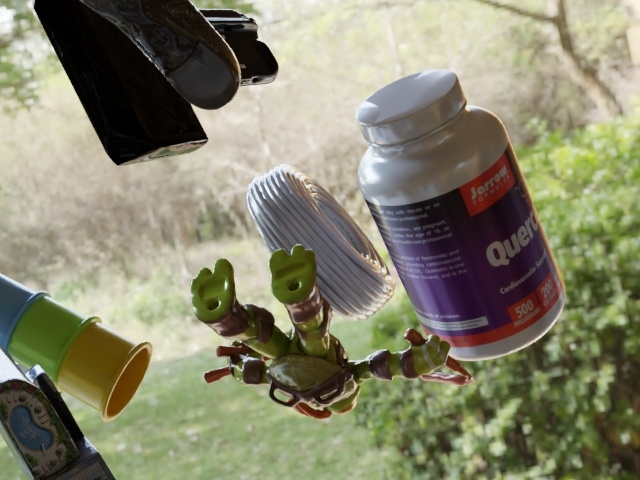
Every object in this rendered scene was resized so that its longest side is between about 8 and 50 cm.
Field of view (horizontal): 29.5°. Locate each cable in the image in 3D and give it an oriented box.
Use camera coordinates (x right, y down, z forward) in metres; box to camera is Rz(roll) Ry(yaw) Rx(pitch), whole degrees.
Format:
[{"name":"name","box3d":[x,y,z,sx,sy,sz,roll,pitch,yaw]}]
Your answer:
[{"name":"cable","box3d":[0.000,0.000,1.710,0.089,0.257,0.257,-41,-26,11]}]

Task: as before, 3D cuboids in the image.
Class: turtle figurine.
[{"name":"turtle figurine","box3d":[-0.024,0.096,1.026,0.269,0.087,0.217,-1,-33,29]}]

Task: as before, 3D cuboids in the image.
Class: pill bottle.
[{"name":"pill bottle","box3d":[0.158,-0.029,1.426,0.181,0.323,0.181,-21,26,10]}]

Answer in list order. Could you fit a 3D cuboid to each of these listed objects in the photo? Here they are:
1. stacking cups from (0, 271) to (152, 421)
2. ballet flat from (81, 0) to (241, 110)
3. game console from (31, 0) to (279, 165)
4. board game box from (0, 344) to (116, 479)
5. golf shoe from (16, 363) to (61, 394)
[{"name":"stacking cups","box3d":[-0.336,0.081,1.296,0.316,0.096,0.096,26,16,13]},{"name":"ballet flat","box3d":[-0.159,-0.222,1.091,0.084,0.250,0.058,-35,19,22]},{"name":"game console","box3d":[-0.154,-0.197,1.339,0.044,0.213,0.361,-30,-6,30]},{"name":"board game box","box3d":[-0.232,0.182,1.057,0.060,0.194,0.194,-31,23,-19]},{"name":"golf shoe","box3d":[-0.410,0.228,1.711,0.077,0.094,0.198,-37,46,1]}]
